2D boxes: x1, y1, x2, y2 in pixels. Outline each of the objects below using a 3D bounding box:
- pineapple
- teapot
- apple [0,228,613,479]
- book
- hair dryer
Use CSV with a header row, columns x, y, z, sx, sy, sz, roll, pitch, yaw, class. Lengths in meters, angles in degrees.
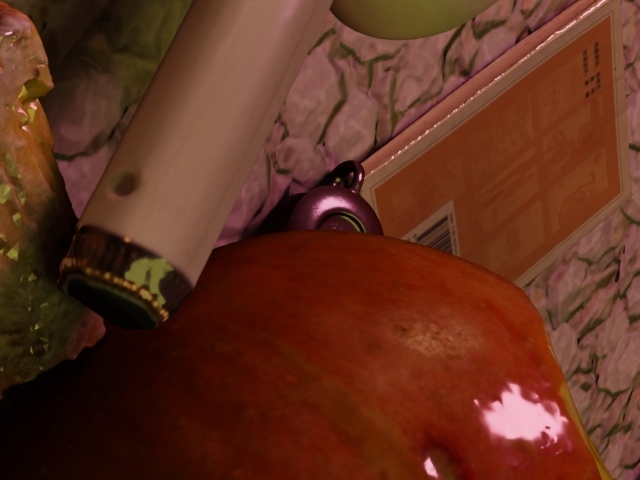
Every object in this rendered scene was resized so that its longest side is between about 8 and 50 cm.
x,y,z,sx,sy,sz,roll,pitch,yaw,class
-0.177,0.005,0.860,0.236,0.114,0.186,-59,141,-12,pineapple
0.000,0.000,1.112,0.068,0.045,0.100,32,66,-30,teapot
-0.006,0.157,0.973,0.339,0.339,0.340,-25,127,-39,apple
0.113,-0.034,1.243,0.241,0.018,0.170,-37,135,-30,book
-0.029,-0.102,0.915,0.203,0.128,0.362,51,57,-50,hair dryer
